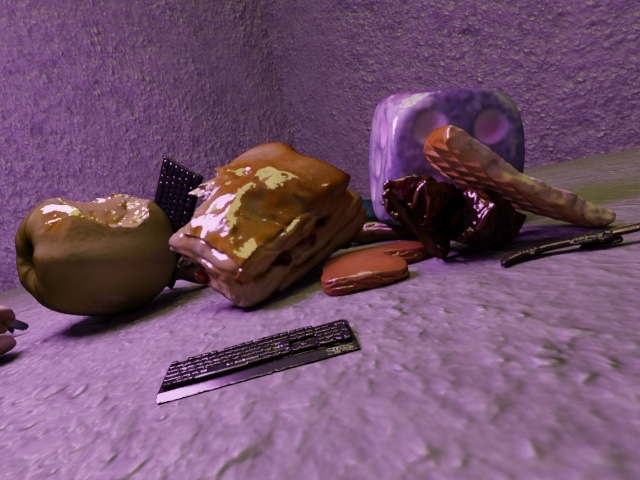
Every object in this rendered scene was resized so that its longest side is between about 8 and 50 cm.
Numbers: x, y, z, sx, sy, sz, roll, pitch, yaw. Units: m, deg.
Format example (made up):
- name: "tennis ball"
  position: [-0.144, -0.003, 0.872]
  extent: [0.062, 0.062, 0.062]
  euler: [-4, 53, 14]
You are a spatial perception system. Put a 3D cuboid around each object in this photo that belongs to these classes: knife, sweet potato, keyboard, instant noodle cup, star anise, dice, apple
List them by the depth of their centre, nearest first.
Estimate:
- name: "keyboard"
  position: [-0.061, 0.115, 0.409]
  extent: [0.196, 0.015, 0.074]
  euler: [-14, 8, -5]
- name: "knife"
  position: [0.346, 0.001, 0.533]
  extent: [0.221, 0.021, 0.045]
  euler: [-16, 6, 10]
- name: "star anise"
  position: [0.203, -0.035, 0.659]
  extent: [0.219, 0.126, 0.190]
  euler: [12, 11, 8]
- name: "apple"
  position: [-0.430, 0.025, 0.790]
  extent: [0.278, 0.280, 0.279]
  euler: [-13, 7, 2]
- name: "keyboard"
  position: [-0.330, -0.026, 0.892]
  extent: [0.100, 0.310, 0.018]
  euler: [29, 30, 5]
- name: "dice"
  position: [0.257, -0.174, 0.893]
  extent: [0.269, 0.272, 0.270]
  euler: [-1, 9, -3]
- name: "star anise"
  position: [-0.187, 0.027, 0.935]
  extent: [0.257, 0.111, 0.198]
  euler: [-18, 7, 7]
- name: "sweet potato"
  position: [0.135, -0.020, 0.958]
  extent: [0.181, 0.053, 0.054]
  euler: [-6, -28, 30]
- name: "instant noodle cup"
  position: [0.099, -0.064, 1.074]
  extent: [0.179, 0.070, 0.157]
  euler: [-4, -11, -36]

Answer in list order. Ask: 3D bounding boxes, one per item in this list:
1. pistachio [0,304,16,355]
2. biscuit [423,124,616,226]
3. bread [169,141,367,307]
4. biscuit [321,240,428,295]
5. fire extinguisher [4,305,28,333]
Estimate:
- name: "pistachio"
  position: [-0.599, 0.156, 0.624]
  extent: [0.222, 0.126, 0.152]
  euler: [-14, -28, -12]
- name: "biscuit"
  position: [0.292, -0.095, 0.666]
  extent: [0.308, 0.040, 0.204]
  euler: [24, 4, -11]
- name: "bread"
  position: [-0.108, -0.060, 0.768]
  extent: [0.314, 0.192, 0.369]
  euler: [25, 37, 35]
- name: "biscuit"
  position: [0.093, 0.036, 0.664]
  extent: [0.186, 0.036, 0.192]
  euler: [-11, 9, 4]
- name: "fire extinguisher"
  position: [-0.767, 0.181, 0.851]
  extent: [0.310, 0.115, 0.096]
  euler: [-12, 46, 19]
